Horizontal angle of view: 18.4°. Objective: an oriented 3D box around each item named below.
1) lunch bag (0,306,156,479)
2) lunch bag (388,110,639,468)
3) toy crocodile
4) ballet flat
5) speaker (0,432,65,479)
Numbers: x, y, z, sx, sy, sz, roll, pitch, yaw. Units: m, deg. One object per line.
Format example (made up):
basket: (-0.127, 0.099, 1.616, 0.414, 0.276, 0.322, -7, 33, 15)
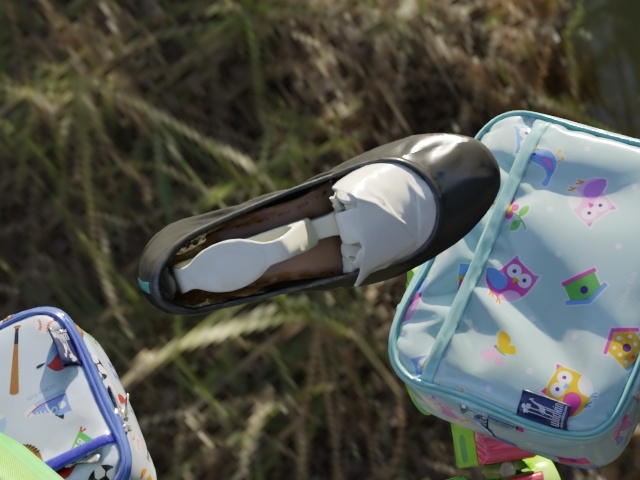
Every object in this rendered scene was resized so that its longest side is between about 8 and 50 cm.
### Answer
lunch bag: (-0.317, 0.219, 1.944, 0.303, 0.115, 0.243, -28, 62, 3)
lunch bag: (0.187, 0.039, 1.650, 0.224, 0.108, 0.279, 20, 75, 19)
toy crocodile: (0.161, 0.177, 1.874, 0.115, 0.105, 0.341, -12, 83, -19)
ballet flat: (0.000, 0.000, 1.444, 0.280, 0.095, 0.096, -20, 7, 6)
speaker: (-0.275, 0.256, 1.730, 0.296, 0.131, 0.131, 31, 75, 40)
